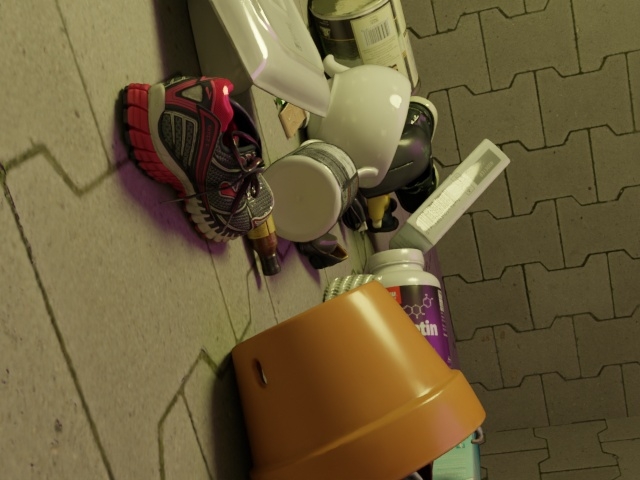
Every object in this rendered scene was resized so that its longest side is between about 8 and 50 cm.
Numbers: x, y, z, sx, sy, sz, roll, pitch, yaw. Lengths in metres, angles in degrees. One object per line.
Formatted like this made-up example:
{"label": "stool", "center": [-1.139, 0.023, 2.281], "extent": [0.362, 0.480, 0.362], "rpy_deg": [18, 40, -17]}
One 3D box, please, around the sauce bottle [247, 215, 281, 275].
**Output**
{"label": "sauce bottle", "center": [-0.083, -0.013, 1.166], "extent": [0.042, 0.042, 0.128], "rpy_deg": [-66, 146, -68]}

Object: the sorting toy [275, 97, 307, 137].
{"label": "sorting toy", "center": [-0.054, -0.228, 1.474], "extent": [0.062, 0.012, 0.083], "rpy_deg": [-56, 142, -31]}

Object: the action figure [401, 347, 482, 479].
{"label": "action figure", "center": [0.122, 0.299, 1.495], "extent": [0.276, 0.248, 0.370], "rpy_deg": [51, 35, -25]}

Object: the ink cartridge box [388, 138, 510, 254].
{"label": "ink cartridge box", "center": [0.274, -0.056, 2.085], "extent": [0.091, 0.308, 0.385], "rpy_deg": [43, -23, 2]}

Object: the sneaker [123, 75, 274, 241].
{"label": "sneaker", "center": [-0.108, -0.082, 0.949], "extent": [0.299, 0.112, 0.121], "rpy_deg": [49, 34, -68]}

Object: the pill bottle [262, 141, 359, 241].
{"label": "pill bottle", "center": [-0.010, -0.085, 1.332], "extent": [0.246, 0.130, 0.130], "rpy_deg": [-49, 128, -73]}

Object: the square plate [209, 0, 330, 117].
{"label": "square plate", "center": [-0.093, -0.341, 1.132], "extent": [0.344, 0.049, 0.347], "rpy_deg": [64, 14, 5]}

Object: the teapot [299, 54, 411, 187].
{"label": "teapot", "center": [0.052, -0.226, 1.616], "extent": [0.256, 0.187, 0.253], "rpy_deg": [-127, -127, -82]}

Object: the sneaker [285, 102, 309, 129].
{"label": "sneaker", "center": [-0.049, -0.246, 1.512], "extent": [0.044, 0.040, 0.109], "rpy_deg": [-39, 131, -39]}

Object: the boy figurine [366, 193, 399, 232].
{"label": "boy figurine", "center": [0.125, -0.118, 2.036], "extent": [0.285, 0.092, 0.177], "rpy_deg": [56, 27, -59]}

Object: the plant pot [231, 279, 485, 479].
{"label": "plant pot", "center": [0.024, 0.178, 1.019], "extent": [0.203, 0.291, 0.291], "rpy_deg": [65, 12, 5]}

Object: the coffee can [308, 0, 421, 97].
{"label": "coffee can", "center": [0.105, -0.451, 1.941], "extent": [0.201, 0.201, 0.275], "rpy_deg": [-86, 161, -46]}

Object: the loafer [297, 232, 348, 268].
{"label": "loafer", "center": [0.000, 0.000, 1.466], "extent": [0.170, 0.061, 0.062], "rpy_deg": [48, 36, -66]}

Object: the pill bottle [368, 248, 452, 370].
{"label": "pill bottle", "center": [0.184, 0.189, 1.854], "extent": [0.181, 0.181, 0.323], "rpy_deg": [43, 38, -69]}

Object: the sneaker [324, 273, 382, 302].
{"label": "sneaker", "center": [0.059, 0.174, 1.545], "extent": [0.293, 0.102, 0.146], "rpy_deg": [-67, 152, -61]}

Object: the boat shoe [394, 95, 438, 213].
{"label": "boat shoe", "center": [0.211, -0.171, 1.995], "extent": [0.340, 0.127, 0.113], "rpy_deg": [93, 23, -49]}

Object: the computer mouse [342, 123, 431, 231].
{"label": "computer mouse", "center": [0.146, -0.151, 1.805], "extent": [0.072, 0.272, 0.188], "rpy_deg": [24, -39, 52]}

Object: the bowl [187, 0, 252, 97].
{"label": "bowl", "center": [-0.125, -0.269, 1.149], "extent": [0.142, 0.053, 0.142], "rpy_deg": [-30, 111, -76]}

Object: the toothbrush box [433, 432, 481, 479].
{"label": "toothbrush box", "center": [0.198, 0.463, 1.638], "extent": [0.295, 0.216, 0.126], "rpy_deg": [-74, 151, -64]}
